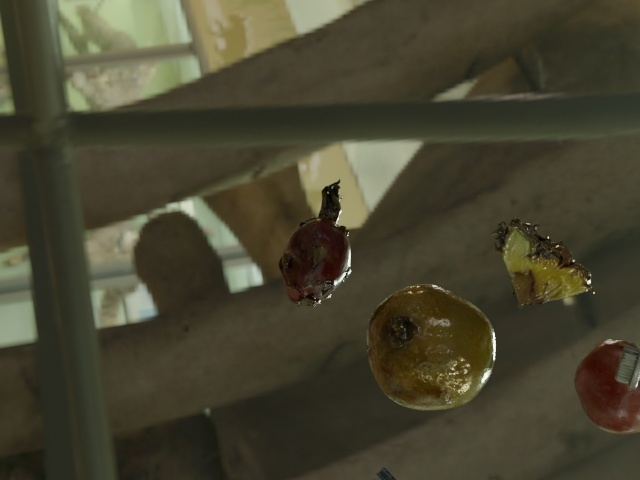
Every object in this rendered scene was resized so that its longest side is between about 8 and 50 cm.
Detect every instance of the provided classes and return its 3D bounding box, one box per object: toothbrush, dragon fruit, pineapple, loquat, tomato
[{"bbox_3d":[0.399,0.043,1.367,0.025,0.030,0.307,-48,151,-61],"label":"toothbrush"},{"bbox_3d":[0.000,0.000,2.052,0.125,0.125,0.246,-20,-136,46],"label":"dragon fruit"},{"bbox_3d":[0.194,0.016,1.107,0.114,0.077,0.114,40,-2,45],"label":"pineapple"},{"bbox_3d":[0.164,0.165,1.832,0.246,0.213,0.213,34,35,-55],"label":"loquat"},{"bbox_3d":[0.548,0.264,2.139,0.187,0.151,0.187,46,34,-44],"label":"tomato"}]

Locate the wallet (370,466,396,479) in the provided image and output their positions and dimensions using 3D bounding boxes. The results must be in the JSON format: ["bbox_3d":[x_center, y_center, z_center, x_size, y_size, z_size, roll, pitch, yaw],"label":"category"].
[{"bbox_3d":[0.157,0.439,1.721,0.232,0.025,0.119,47,-21,11],"label":"wallet"}]
